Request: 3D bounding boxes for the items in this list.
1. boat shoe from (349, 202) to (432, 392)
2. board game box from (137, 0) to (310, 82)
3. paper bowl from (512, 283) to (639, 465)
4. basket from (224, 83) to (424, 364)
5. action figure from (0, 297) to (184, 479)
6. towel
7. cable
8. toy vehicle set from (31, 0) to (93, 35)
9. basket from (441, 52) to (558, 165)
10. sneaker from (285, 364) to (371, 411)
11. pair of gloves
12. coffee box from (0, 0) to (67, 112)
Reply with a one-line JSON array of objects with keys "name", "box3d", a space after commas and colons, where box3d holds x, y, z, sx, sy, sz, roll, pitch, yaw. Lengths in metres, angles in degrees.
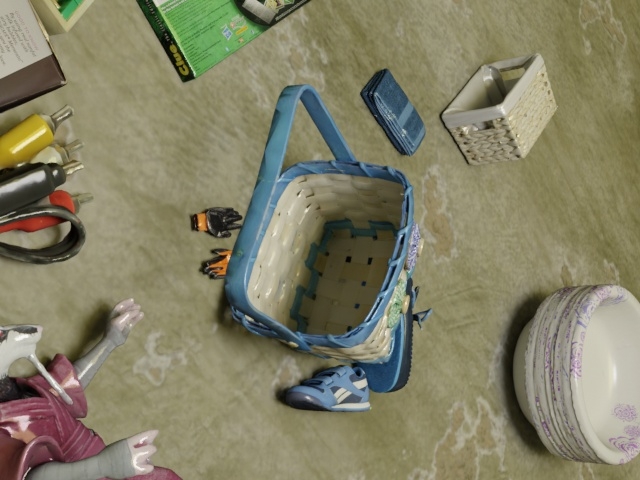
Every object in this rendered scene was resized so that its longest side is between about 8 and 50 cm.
[{"name": "boat shoe", "box3d": [0.100, 0.070, 1.148, 0.089, 0.109, 0.258, 7, 81, -47]}, {"name": "board game box", "box3d": [-0.108, -0.308, 1.051, 0.259, 0.030, 0.136, -44, 116, -39]}, {"name": "paper bowl", "box3d": [0.422, 0.215, 1.411, 0.284, 0.148, 0.284, 9, 78, -44]}, {"name": "basket", "box3d": [0.000, 0.000, 0.977, 0.289, 0.201, 0.255, 44, 56, -51]}, {"name": "action figure", "box3d": [-0.238, 0.221, 0.789, 0.275, 0.248, 0.370, -37, 100, 4]}, {"name": "towel", "box3d": [0.110, -0.184, 1.244, 0.119, 0.029, 0.067, 51, 52, -26]}, {"name": "cable", "box3d": [-0.332, -0.019, 0.793, 0.287, 0.072, 0.139, -25, 119, -31]}, {"name": "toy vehicle set", "box3d": [-0.248, -0.355, 0.875, 0.166, 0.035, 0.267, 58, 44, -40]}, {"name": "basket", "box3d": [0.286, -0.203, 1.364, 0.167, 0.113, 0.103, -49, 122, -37]}, {"name": "sneaker", "box3d": [0.009, 0.184, 1.081, 0.144, 0.053, 0.059, 14, 75, -51]}, {"name": "pair of gloves", "box3d": [-0.114, 0.002, 1.012, 0.074, 0.010, 0.083, -14, 93, -49]}, {"name": "coffee box", "box3d": [-0.375, -0.112, 0.664, 0.297, 0.168, 0.119, -34, 108, -41]}]
